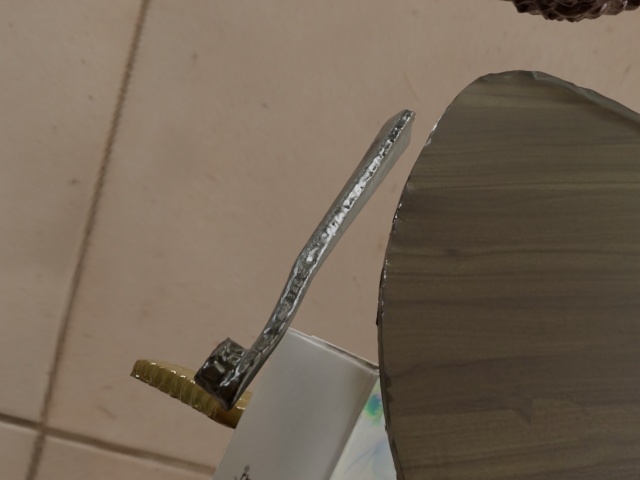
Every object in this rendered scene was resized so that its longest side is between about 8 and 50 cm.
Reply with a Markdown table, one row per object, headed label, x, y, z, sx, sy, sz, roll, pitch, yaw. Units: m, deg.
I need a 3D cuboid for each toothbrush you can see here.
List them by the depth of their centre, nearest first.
| label | x | y | z | sx | sy | sz | roll | pitch | yaw |
| --- | --- | --- | --- | --- | --- | --- | --- | --- | --- |
| toothbrush | 0.000 | 0.000 | 0.867 | 0.030 | 0.030 | 0.297 | 35 | 48 | 0 |

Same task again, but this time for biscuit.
| label | x | y | z | sx | sy | sz | roll | pitch | yaw |
| --- | --- | --- | --- | --- | --- | --- | --- | --- | --- |
| biscuit | -0.019 | 0.156 | 1.102 | 0.254 | 0.172 | 0.029 | 26 | 83 | -34 |

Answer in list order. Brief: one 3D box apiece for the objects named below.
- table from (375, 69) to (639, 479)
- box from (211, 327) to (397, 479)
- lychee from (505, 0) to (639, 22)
| label | x | y | z | sx | sy | sz | roll | pitch | yaw |
| --- | --- | --- | --- | --- | --- | --- | --- | --- | --- |
| table | 0.134 | 0.093 | 0.799 | 0.317 | 0.249 | 0.317 | 6 | 56 | -10 |
| box | 0.015 | 0.227 | 0.941 | 0.116 | 0.203 | 0.274 | 20 | 83 | 50 |
| lychee | 0.184 | -0.293 | 1.000 | 0.271 | 0.236 | 0.236 | 42 | 88 | 18 |
